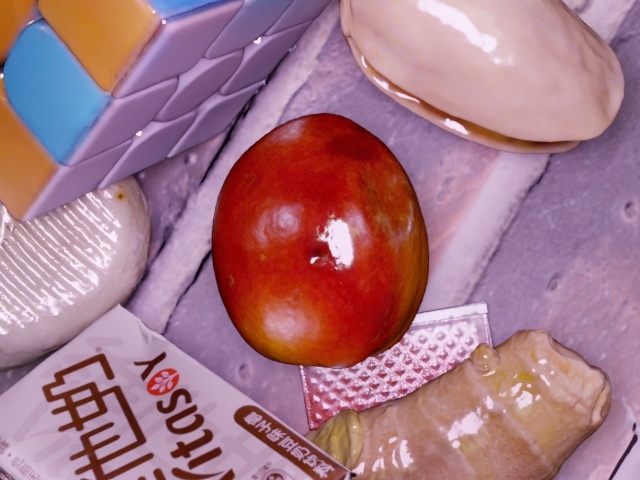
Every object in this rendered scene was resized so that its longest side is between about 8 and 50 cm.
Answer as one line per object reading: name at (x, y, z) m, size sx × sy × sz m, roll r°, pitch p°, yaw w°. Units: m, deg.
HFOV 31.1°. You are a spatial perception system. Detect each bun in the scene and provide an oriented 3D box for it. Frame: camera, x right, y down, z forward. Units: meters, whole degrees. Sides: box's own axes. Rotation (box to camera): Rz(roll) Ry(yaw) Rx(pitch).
bun at (-0.308, -0.010, 1.130) m, size 0.273 × 0.168 × 0.272 m, roll 1°, pitch 85°, yaw -7°

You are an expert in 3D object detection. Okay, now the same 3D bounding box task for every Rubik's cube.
Rubik's cube at (-0.193, -0.240, 1.014) m, size 0.291 × 0.290 × 0.291 m, roll 50°, pitch 131°, yaw 5°

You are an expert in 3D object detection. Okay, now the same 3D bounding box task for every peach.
peach at (0.000, 0.000, 1.061) m, size 0.200 × 0.243 × 0.243 m, roll -7°, pitch 84°, yaw -10°

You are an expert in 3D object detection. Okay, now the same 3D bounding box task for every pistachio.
pistachio at (0.144, -0.197, 1.092) m, size 0.299 × 0.187 × 0.187 m, roll 32°, pitch 89°, yaw -1°

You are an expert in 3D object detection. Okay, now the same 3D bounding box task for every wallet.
wallet at (0.077, 0.126, 1.150) m, size 0.197 × 0.020 × 0.103 m, roll -10°, pitch 85°, yaw 4°

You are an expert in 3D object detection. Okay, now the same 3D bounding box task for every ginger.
ginger at (0.106, 0.200, 1.087) m, size 0.354 × 0.126 × 0.190 m, roll -18°, pitch 118°, yaw 10°

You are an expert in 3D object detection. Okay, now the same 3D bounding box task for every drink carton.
drink carton at (-0.136, 0.215, 1.009) m, size 0.324 × 0.132 × 0.194 m, roll 30°, pitch 57°, yaw 36°
